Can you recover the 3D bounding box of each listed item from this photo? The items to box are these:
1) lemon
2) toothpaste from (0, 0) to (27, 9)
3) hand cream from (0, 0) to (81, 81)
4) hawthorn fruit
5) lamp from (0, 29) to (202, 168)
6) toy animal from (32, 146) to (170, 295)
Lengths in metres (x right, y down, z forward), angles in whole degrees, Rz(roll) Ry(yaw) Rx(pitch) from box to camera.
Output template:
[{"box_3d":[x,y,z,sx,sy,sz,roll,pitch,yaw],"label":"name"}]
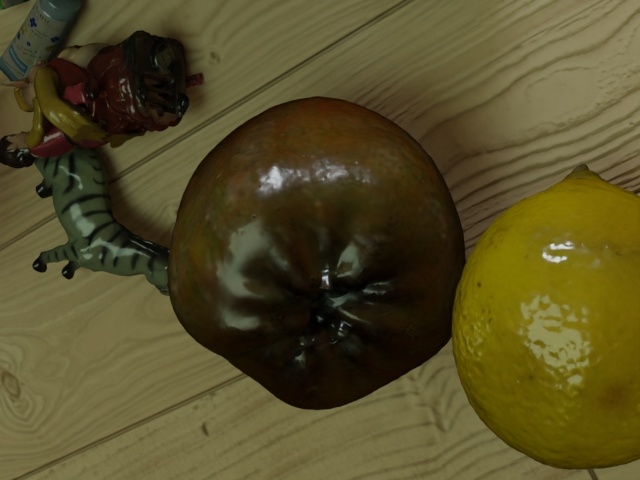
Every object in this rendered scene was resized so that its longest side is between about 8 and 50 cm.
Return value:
[{"box_3d":[0.226,0.079,1.622,0.228,0.228,0.253,16,121,32],"label":"lemon"},{"box_3d":[-0.349,-0.332,2.001,0.037,0.043,0.178,0,109,34],"label":"toothpaste"},{"box_3d":[-0.292,-0.218,2.008,0.065,0.043,0.170,49,135,11],"label":"hand cream"},{"box_3d":[0.000,0.000,1.746,0.268,0.301,0.267,1,120,2],"label":"hawthorn fruit"},{"box_3d":[-0.248,-0.143,1.961,0.253,0.118,0.118,-11,102,39],"label":"lamp"},{"box_3d":[-0.240,-0.026,2.034,0.176,0.073,0.217,-20,92,35],"label":"toy animal"}]
